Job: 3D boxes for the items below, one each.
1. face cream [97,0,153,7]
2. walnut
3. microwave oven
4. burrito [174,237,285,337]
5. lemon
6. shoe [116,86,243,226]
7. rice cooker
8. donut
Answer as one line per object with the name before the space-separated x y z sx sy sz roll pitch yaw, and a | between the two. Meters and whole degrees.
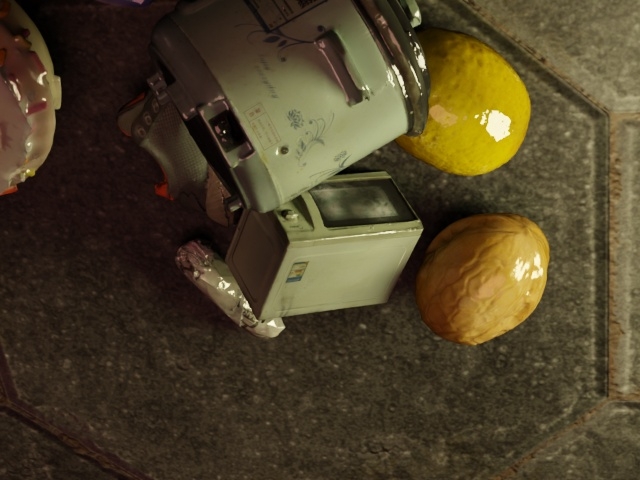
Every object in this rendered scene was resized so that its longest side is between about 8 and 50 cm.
face cream | -0.188 -0.400 1.638 0.249 0.225 0.249 5 127 7
walnut | 0.212 0.046 1.994 0.159 0.159 0.207 30 131 -15
microwave oven | 0.000 0.000 1.964 0.205 0.129 0.163 -5 138 -32
burrito | -0.126 0.072 2.125 0.064 0.064 0.203 -28 121 26
lemon | 0.161 -0.165 1.829 0.207 0.170 0.170 31 126 -22
shoe | -0.171 -0.173 1.904 0.171 0.132 0.336 10 133 12
rice cooker | -0.024 -0.189 1.663 0.316 0.317 0.264 -24 103 24
donut | -0.492 -0.207 1.869 0.382 0.142 0.383 10 141 8
